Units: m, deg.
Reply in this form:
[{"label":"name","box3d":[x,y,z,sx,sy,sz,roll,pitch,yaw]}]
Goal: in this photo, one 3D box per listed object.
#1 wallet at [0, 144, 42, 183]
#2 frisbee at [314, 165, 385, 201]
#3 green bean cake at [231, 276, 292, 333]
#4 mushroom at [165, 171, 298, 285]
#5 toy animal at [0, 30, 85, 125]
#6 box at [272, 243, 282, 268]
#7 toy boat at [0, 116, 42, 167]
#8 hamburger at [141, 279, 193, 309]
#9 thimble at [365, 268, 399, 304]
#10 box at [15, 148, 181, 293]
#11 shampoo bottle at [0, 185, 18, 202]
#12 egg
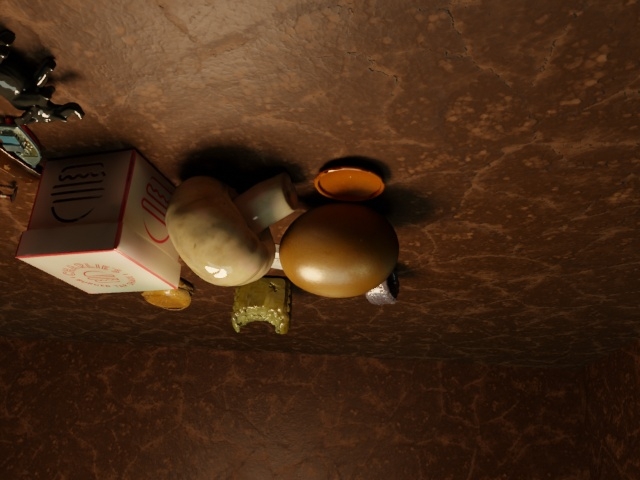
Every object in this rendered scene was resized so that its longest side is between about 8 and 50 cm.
[{"label":"wallet","box3d":[-0.855,-0.214,1.619,0.095,0.026,0.176,-11,151,25]},{"label":"frisbee","box3d":[0.080,-0.160,1.586,0.192,0.035,0.192,4,157,2]},{"label":"green bean cake","box3d":[-0.234,0.259,2.358,0.236,0.233,0.124,2,151,2]},{"label":"mushroom","box3d":[-0.240,-0.019,1.599,0.353,0.325,0.353,6,150,4]},{"label":"toy animal","box3d":[-0.621,-0.332,1.236,0.146,0.114,0.245,-22,125,33]},{"label":"box","box3d":[-0.152,0.061,2.122,0.084,0.040,0.154,12,154,-12]},{"label":"toy boat","box3d":[-0.767,-0.244,1.496,0.069,0.058,0.173,4,156,0]},{"label":"hamburger","box3d":[-0.648,0.220,2.493,0.214,0.108,0.213,5,152,3]},{"label":"thimble","box3d":[0.228,0.164,2.168,0.098,0.150,0.150,-9,153,25]},{"label":"box","box3d":[-0.588,-0.040,1.635,0.314,0.300,0.312,-4,155,16]},{"label":"shampoo bottle","box3d":[-1.051,-0.152,1.742,0.284,0.071,0.153,6,150,-12]},{"label":"egg","box3d":[0.054,0.028,1.708,0.351,0.282,0.282,-9,156,-2]}]
